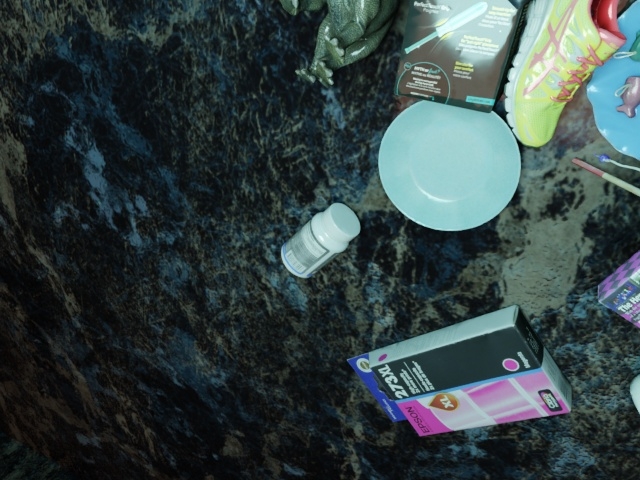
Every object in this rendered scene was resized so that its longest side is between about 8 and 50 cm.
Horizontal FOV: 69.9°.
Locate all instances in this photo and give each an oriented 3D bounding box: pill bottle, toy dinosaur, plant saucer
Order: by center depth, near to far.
[{"bbox_3d":[0.043,-0.266,0.535,0.121,0.160,0.313,45,172,17],"label":"toy dinosaur"},{"bbox_3d":[0.180,-0.108,0.649,0.194,0.037,0.195,13,123,21],"label":"plant saucer"},{"bbox_3d":[0.000,0.000,0.782,0.078,0.078,0.137,47,128,-3],"label":"pill bottle"}]

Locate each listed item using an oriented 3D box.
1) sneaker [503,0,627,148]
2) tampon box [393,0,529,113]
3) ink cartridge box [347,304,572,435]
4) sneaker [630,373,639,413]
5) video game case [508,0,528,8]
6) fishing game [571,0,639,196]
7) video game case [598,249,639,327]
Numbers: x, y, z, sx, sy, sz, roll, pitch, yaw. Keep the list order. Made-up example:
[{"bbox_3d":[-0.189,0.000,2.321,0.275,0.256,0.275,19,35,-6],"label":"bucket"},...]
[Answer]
[{"bbox_3d":[0.270,-0.199,0.494,0.094,0.081,0.209,34,128,45],"label":"sneaker"},{"bbox_3d":[0.169,-0.249,0.533,0.120,0.101,0.161,19,123,18],"label":"tampon box"},{"bbox_3d":[0.221,0.251,0.820,0.371,0.069,0.176,-29,101,39],"label":"ink cartridge box"},{"bbox_3d":[0.600,0.247,0.564,0.323,0.130,0.236,45,133,6],"label":"sneaker"},{"bbox_3d":[0.174,-0.388,0.425,0.196,0.026,0.274,-41,78,20],"label":"video game case"},{"bbox_3d":[0.356,-0.159,0.462,0.189,0.041,0.264,49,148,42],"label":"fishing game"},{"bbox_3d":[0.428,0.036,0.412,0.210,0.042,0.232,34,128,8],"label":"video game case"}]
